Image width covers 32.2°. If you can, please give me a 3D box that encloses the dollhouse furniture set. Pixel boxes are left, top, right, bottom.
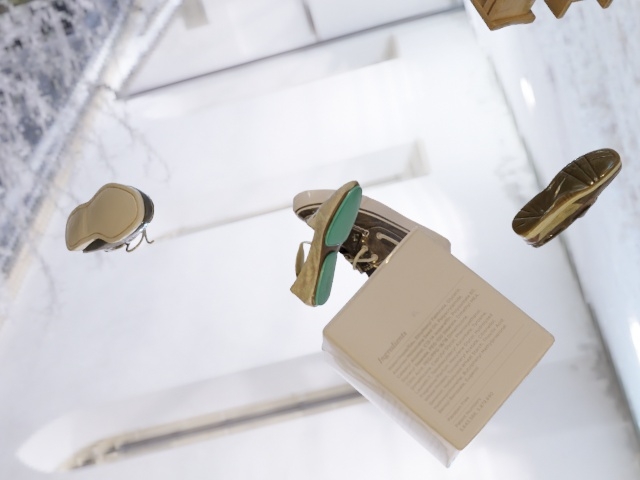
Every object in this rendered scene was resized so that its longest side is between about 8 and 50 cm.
[{"bbox_3d":[0.262,-0.346,1.289,0.129,0.184,0.129,61,150,23],"label":"dollhouse furniture set"}]

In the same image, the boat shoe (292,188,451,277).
[{"bbox_3d":[0.084,0.009,1.798,0.301,0.108,0.102,24,-121,-29],"label":"boat shoe"}]

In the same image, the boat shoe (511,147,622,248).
[{"bbox_3d":[0.439,-0.072,1.953,0.073,0.223,0.080,45,-171,-40],"label":"boat shoe"}]

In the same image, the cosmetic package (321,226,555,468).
[{"bbox_3d":[0.116,0.114,1.153,0.184,0.151,0.151,40,167,12],"label":"cosmetic package"}]

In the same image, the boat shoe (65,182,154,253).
[{"bbox_3d":[-0.309,-0.027,1.692,0.254,0.079,0.095,-25,66,52],"label":"boat shoe"}]

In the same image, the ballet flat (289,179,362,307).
[{"bbox_3d":[0.000,0.000,1.312,0.057,0.052,0.168,-11,-56,-56],"label":"ballet flat"}]
